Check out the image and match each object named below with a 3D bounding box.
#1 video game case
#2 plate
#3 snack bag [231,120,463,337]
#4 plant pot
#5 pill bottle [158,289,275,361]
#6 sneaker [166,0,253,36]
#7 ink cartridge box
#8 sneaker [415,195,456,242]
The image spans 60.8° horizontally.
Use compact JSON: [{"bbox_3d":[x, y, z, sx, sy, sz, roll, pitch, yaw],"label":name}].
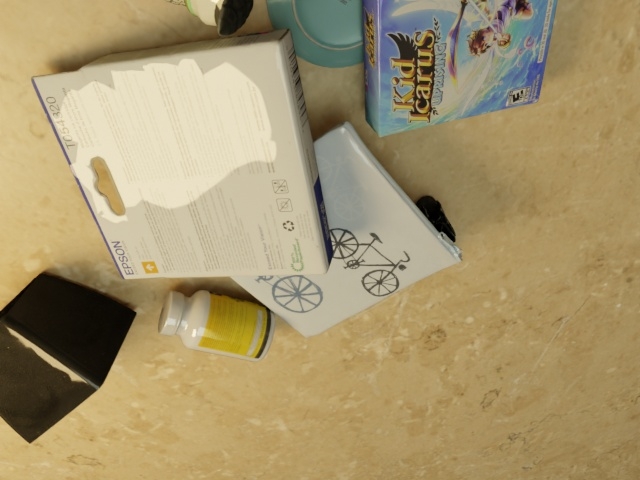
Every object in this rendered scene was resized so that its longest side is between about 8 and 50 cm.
[{"bbox_3d":[0.176,-0.283,0.688,0.244,0.061,0.270,-13,129,-9],"label":"video game case"},{"bbox_3d":[0.026,-0.305,0.683,0.188,0.024,0.188,-5,129,-6],"label":"plate"},{"bbox_3d":[0.000,0.000,0.860,0.342,0.037,0.323,-31,121,27],"label":"snack bag"},{"bbox_3d":[-0.442,0.169,0.874,0.188,0.187,0.167,-39,112,19],"label":"plant pot"},{"bbox_3d":[-0.179,0.144,0.945,0.184,0.103,0.103,18,123,-24],"label":"pill bottle"},{"bbox_3d":[-0.152,-0.409,0.502,0.181,0.158,0.411,9,123,4],"label":"sneaker"},{"bbox_3d":[-0.168,-0.094,0.740,0.329,0.071,0.324,-2,124,14],"label":"ink cartridge box"},{"bbox_3d":[0.193,-0.007,0.908,0.051,0.089,0.170,-20,127,3],"label":"sneaker"}]
